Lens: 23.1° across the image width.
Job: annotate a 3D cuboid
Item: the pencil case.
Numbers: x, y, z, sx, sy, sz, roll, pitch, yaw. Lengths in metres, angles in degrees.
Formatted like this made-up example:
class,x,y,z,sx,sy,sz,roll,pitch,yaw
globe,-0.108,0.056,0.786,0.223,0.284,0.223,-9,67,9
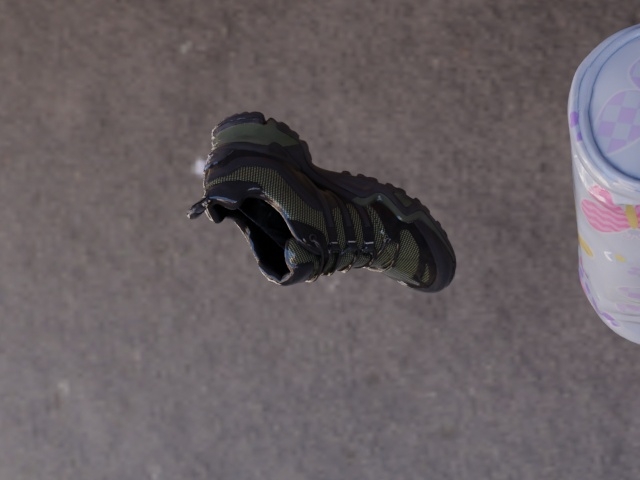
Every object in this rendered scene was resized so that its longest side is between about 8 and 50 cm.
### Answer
class,x,y,z,sx,sy,sz,roll,pitch,yaw
pencil case,0.217,-0.027,0.962,0.124,0.273,0.113,-6,66,7

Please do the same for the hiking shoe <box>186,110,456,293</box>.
class,x,y,z,sx,sy,sz,roll,pitch,yaw
hiking shoe,0.000,0.000,1.218,0.086,0.227,0.114,-39,27,55
